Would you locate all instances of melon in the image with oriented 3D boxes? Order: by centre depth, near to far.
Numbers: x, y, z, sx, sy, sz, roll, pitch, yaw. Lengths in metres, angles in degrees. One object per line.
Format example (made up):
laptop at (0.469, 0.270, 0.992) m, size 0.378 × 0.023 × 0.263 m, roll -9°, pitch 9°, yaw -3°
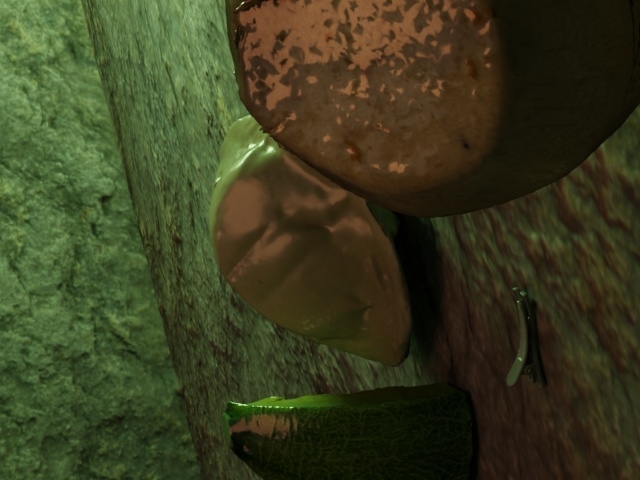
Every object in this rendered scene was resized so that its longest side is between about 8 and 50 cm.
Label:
melon at (0.032, 0.267, 1.834) m, size 0.124 × 0.323 × 0.196 m, roll -94°, pitch 3°, yaw -57°

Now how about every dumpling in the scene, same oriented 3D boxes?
dumpling at (0.000, 0.000, 1.844) m, size 0.395 × 0.233 × 0.315 m, roll 60°, pitch 159°, yaw 0°

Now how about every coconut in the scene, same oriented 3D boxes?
coconut at (0.108, -0.204, 1.136) m, size 0.346 × 0.360 × 0.346 m, roll 14°, pitch 121°, yaw 25°

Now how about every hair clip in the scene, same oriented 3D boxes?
hair clip at (0.220, 0.109, 1.546) m, size 0.030 × 0.039 × 0.115 m, roll 23°, pitch 124°, yaw 62°
